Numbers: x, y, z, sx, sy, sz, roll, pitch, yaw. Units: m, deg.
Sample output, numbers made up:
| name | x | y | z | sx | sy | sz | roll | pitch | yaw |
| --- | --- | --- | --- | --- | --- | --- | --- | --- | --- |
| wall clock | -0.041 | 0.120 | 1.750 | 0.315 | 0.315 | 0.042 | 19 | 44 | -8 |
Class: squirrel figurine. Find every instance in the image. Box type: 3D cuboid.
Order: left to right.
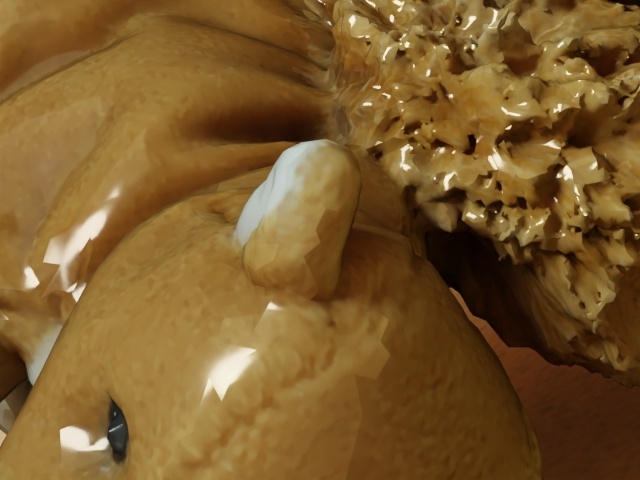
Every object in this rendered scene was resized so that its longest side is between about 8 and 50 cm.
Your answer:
| name | x | y | z | sx | sy | sz | roll | pitch | yaw |
| --- | --- | --- | --- | --- | --- | --- | --- | --- | --- |
| squirrel figurine | 0.000 | 0.000 | 0.690 | 0.397 | 0.281 | 0.370 | -31 | 17 | -11 |
